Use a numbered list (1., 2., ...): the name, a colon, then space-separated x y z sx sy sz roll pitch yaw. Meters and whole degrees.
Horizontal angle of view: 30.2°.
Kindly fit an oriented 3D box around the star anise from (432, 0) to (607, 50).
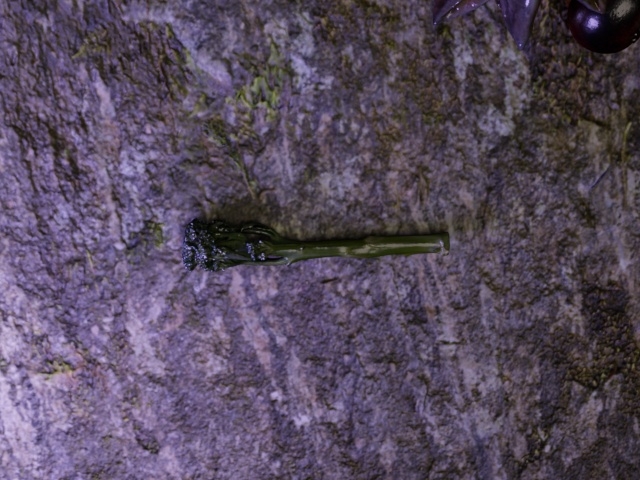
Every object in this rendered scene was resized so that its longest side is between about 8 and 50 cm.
1. star anise: 0.243 -0.389 1.427 0.332 0.117 0.331 -4 117 -9

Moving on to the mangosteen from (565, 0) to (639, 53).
1. mangosteen: 0.389 -0.327 1.613 0.140 0.140 0.140 -4 112 -10

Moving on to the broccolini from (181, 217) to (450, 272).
1. broccolini: 0.000 0.006 1.675 0.392 0.074 0.078 -3 118 -9
